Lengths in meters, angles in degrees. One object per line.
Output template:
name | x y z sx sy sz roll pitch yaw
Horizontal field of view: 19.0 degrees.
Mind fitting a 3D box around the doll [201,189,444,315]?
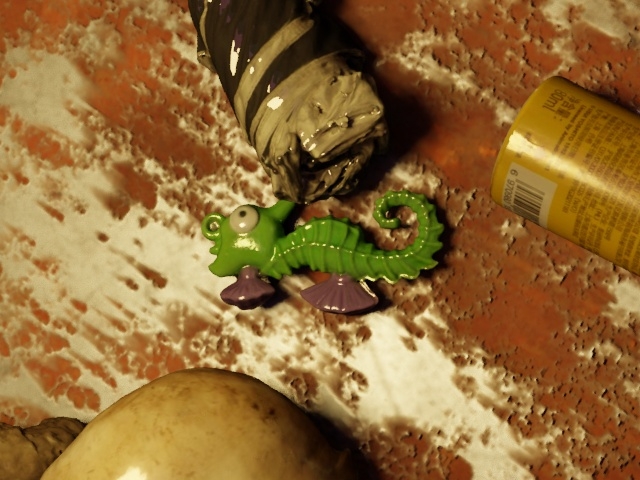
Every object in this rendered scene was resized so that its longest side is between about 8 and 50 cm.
doll | 0.000 0.000 1.447 0.190 0.050 0.115 5 81 14

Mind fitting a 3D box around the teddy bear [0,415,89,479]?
teddy bear | -0.269 0.226 1.479 0.177 0.140 0.190 8 98 15

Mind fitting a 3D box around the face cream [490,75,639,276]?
face cream | 0.292 0.004 1.320 0.348 0.105 0.105 28 95 18

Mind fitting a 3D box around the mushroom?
mushroom | -0.086 0.212 1.390 0.255 0.184 0.255 0 89 -20

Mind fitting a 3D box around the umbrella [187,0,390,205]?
umbrella | -0.060 -0.192 1.464 0.113 0.106 0.358 -30 70 4
